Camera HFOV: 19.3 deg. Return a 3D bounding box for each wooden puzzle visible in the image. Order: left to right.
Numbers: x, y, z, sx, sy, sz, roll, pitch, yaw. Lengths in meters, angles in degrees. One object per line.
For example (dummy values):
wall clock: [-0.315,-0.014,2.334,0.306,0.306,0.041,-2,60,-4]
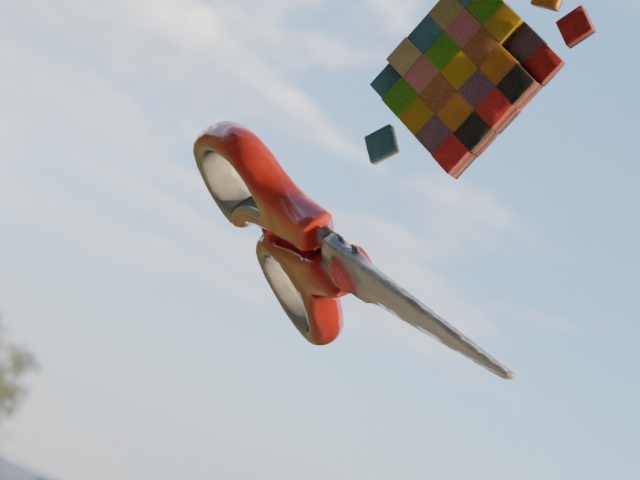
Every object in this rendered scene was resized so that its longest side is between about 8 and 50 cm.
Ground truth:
wooden puzzle: [0.045,-0.053,0.584,0.006,0.083,0.049,27,20,-52]

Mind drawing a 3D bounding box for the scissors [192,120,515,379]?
scissors: [0.000,0.000,0.708,0.109,0.021,0.297,63,-10,-7]
